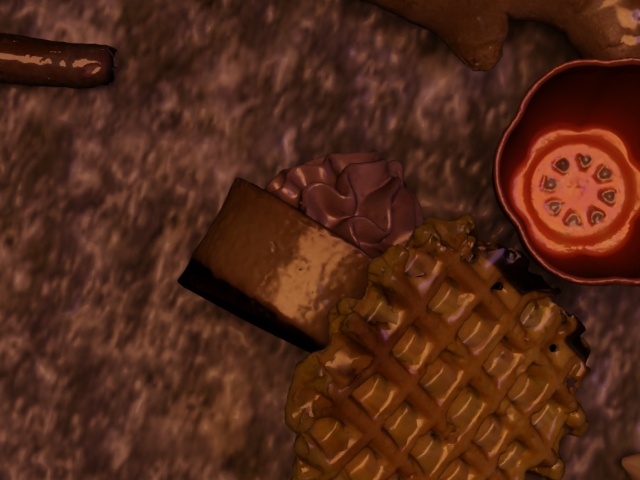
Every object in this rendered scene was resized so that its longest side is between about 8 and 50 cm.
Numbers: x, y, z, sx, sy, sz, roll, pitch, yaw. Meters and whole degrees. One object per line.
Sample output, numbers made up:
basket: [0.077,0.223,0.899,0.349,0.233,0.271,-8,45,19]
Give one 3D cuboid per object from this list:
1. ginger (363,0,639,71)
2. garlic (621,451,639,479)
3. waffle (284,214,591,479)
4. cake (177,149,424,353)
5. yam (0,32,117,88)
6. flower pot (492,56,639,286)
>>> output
ginger: [0.218,-0.233,1.361,0.376,0.166,0.236,-22,108,18]
garlic: [0.302,0.217,1.354,0.053,0.041,0.083,-26,93,4]
waffle: [0.108,0.129,1.264,0.312,0.060,0.307,5,108,-38]
cake: [0.000,0.000,1.302,0.208,0.185,0.178,21,83,21]
yam: [-0.312,-0.165,1.388,0.264,0.046,0.046,5,86,3]
flower pot: [0.232,-0.052,1.305,0.191,0.173,0.190,0,88,2]
